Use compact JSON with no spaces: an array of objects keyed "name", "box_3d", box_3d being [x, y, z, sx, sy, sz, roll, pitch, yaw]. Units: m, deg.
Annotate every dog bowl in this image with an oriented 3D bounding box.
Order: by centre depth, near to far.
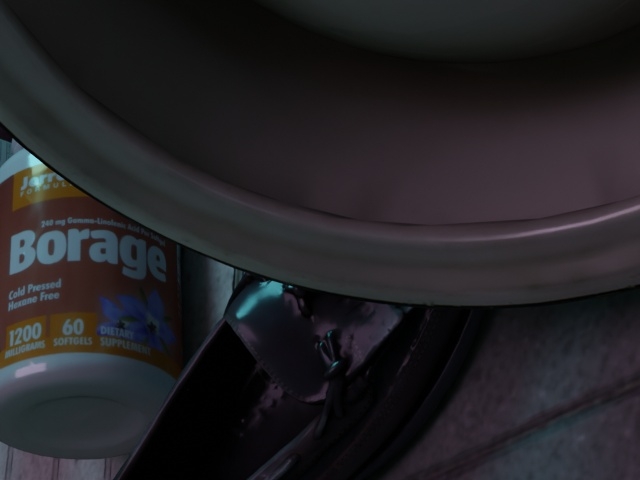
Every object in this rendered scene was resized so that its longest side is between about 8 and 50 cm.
[{"name":"dog bowl","box_3d":[0.039,-0.164,0.533,0.408,0.408,0.150,-36,27,39]}]

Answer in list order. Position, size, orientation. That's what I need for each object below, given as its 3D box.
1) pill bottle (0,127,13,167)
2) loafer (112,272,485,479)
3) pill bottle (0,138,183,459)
[{"name":"pill bottle","box_3d":[-0.262,-0.039,1.000,0.121,0.221,0.121,-28,52,44]},{"name":"loafer","box_3d":[-0.020,0.074,0.718,0.109,0.095,0.302,48,115,40]},{"name":"pill bottle","box_3d":[-0.146,0.014,0.906,0.121,0.121,0.216,-35,48,39]}]
